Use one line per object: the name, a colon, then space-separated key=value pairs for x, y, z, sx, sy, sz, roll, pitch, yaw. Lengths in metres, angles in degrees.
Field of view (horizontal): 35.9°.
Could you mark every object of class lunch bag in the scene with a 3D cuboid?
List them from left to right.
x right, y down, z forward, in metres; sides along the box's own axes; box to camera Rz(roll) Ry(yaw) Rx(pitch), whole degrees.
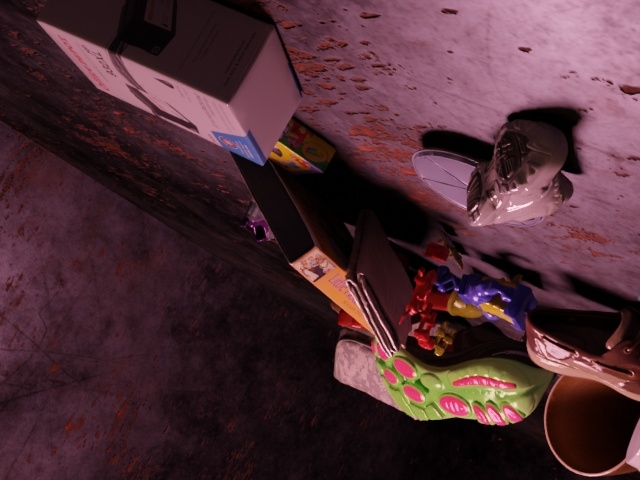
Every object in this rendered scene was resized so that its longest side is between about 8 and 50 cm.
lunch bag: x=0.195 y=0.287 z=2.485 sx=0.305 sy=0.256 sz=0.212 roll=20 pitch=-174 yaw=35

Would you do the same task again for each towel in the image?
towel: x=0.112 y=0.072 z=1.801 sx=0.187 sy=0.049 sz=0.282 roll=62 pitch=-162 yaw=-22

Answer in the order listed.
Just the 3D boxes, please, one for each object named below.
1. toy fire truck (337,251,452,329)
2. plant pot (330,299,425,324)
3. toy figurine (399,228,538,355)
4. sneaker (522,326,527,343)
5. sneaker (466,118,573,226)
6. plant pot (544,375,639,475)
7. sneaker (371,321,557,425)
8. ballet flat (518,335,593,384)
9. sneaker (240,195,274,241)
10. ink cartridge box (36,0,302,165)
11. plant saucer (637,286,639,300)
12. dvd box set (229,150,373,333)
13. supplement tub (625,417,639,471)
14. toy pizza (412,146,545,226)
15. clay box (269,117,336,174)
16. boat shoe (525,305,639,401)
toy fire truck: x=0.187 y=0.126 z=2.164 sx=0.254 sy=0.169 sz=0.302 roll=12 pitch=174 yaw=-12
plant pot: x=0.142 y=0.146 z=2.380 sx=0.236 sy=0.032 sz=0.236 roll=6 pitch=-160 yaw=-2
toy figurine: x=0.309 y=0.137 z=1.797 sx=0.217 sy=0.191 sz=0.362 roll=18 pitch=168 yaw=24
sneaker: x=0.448 y=0.188 z=2.013 sx=0.061 sy=0.053 sz=0.152 roll=22 pitch=168 yaw=17
sneaker: x=0.258 y=-0.080 z=1.185 sx=0.115 sy=0.090 sz=0.232 roll=4 pitch=165 yaw=-9
plant pot: x=0.647 y=0.390 z=2.092 sx=0.254 sy=0.237 sz=0.237 roll=18 pitch=178 yaw=-39
sneaker: x=0.296 y=0.272 z=2.081 sx=0.483 sy=0.202 sz=0.185 roll=7 pitch=116 yaw=50
ballet flat: x=0.523 y=0.267 z=2.186 sx=0.188 sy=0.070 sz=0.070 roll=30 pitch=170 yaw=9
sneaker: x=-0.112 y=-0.027 z=2.315 sx=0.083 sy=0.098 sz=0.224 roll=20 pitch=166 yaw=41
ink cartridge box: x=-0.202 y=-0.252 z=1.375 sx=0.307 sy=0.129 sz=0.223 roll=26 pitch=170 yaw=16
plant saucer: x=0.561 y=0.114 z=1.458 sx=0.192 sy=0.018 sz=0.067 roll=26 pitch=169 yaw=16
dvd box set: x=0.000 y=0.000 z=1.864 sx=0.420 sy=0.062 sz=0.307 roll=43 pitch=-166 yaw=-53
supplement tub: x=0.720 y=0.375 z=1.714 sx=0.316 sy=0.228 sz=0.228 roll=27 pitch=170 yaw=13
toy pizza: x=0.221 y=-0.080 z=1.369 sx=0.201 sy=0.032 sz=0.201 roll=26 pitch=169 yaw=6
clay box: x=-0.096 y=-0.187 z=1.626 sx=0.222 sy=0.053 sz=0.127 roll=32 pitch=169 yaw=-22
boat shoe: x=0.497 y=0.171 z=1.599 sx=0.342 sy=0.123 sz=0.123 roll=13 pitch=147 yaw=29
